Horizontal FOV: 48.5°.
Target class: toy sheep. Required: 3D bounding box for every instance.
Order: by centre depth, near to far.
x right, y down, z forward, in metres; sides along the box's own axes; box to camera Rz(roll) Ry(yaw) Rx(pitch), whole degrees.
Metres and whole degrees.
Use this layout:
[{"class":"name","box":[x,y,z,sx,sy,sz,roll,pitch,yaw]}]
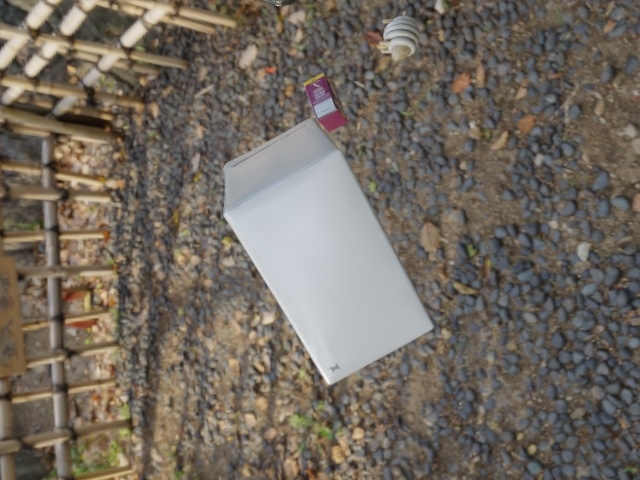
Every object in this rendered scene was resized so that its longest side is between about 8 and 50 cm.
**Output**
[{"class":"toy sheep","box":[0.183,-0.466,1.610,0.091,0.091,0.132,-7,69,43]}]

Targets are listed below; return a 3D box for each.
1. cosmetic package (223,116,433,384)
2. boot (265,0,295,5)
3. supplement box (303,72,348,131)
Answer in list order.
[{"class":"cosmetic package","box":[0.000,0.000,0.817,0.138,0.225,0.224,-28,110,3]},{"class":"boot","box":[-0.057,-0.562,1.293,0.161,0.083,0.247,103,-179,-59]},{"class":"supplement box","box":[0.009,-0.243,1.251,0.043,0.055,0.083,-25,67,15]}]
